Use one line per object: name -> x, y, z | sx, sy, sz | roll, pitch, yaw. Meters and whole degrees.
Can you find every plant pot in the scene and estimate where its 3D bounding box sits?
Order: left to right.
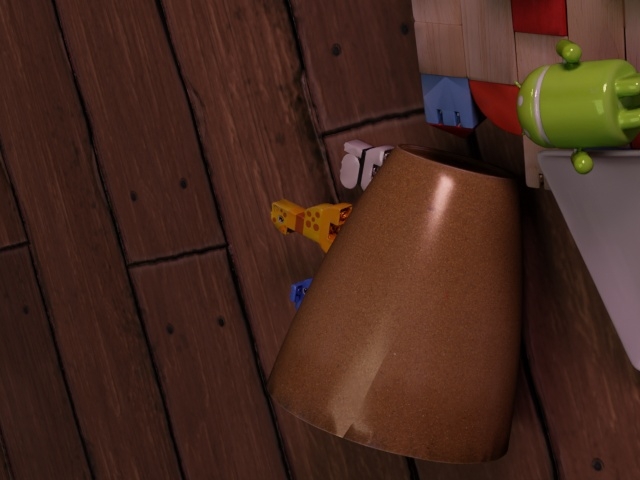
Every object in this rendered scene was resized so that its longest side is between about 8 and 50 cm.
plant pot -> 0.096, 0.047, 1.429 | 0.237, 0.237, 0.254 | 23, 103, 37

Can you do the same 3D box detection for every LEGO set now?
LEGO set -> 0.000, 0.000, 1.576 | 0.093, 0.087, 0.227 | 27, 119, 35

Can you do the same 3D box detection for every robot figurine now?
robot figurine -> 0.202, -0.104, 1.168 | 0.115, 0.067, 0.101 | 0, 107, 37

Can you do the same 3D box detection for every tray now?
tray -> 0.290, 0.017, 1.265 | 0.145, 0.030, 0.270 | 1, 136, 38

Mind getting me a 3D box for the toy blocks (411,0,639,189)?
toy blocks -> 0.227, -0.155, 1.266 | 0.381, 0.191, 0.260 | 11, 124, 31
